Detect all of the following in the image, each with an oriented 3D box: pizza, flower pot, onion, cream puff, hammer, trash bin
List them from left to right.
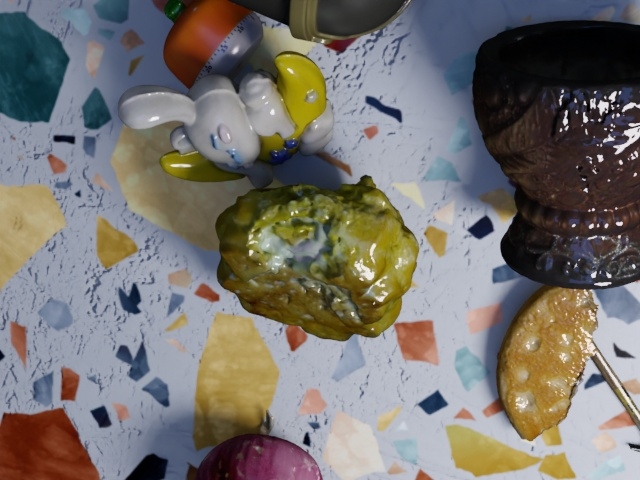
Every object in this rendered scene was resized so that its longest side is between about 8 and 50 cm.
[{"bbox_3d":[-0.083,0.337,1.745,0.177,0.153,0.177,-3,113,-6],"label":"onion"},{"bbox_3d":[-0.040,-0.359,1.524,0.334,0.214,0.214,22,106,6],"label":"trash bin"},{"bbox_3d":[0.000,-0.001,1.621,0.282,0.185,0.282,17,151,10],"label":"cream puff"},{"bbox_3d":[0.295,0.148,1.682,0.127,0.058,0.246,8,109,13],"label":"pizza"},{"bbox_3d":[0.313,-0.099,1.524,0.267,0.266,0.267,1,117,8],"label":"flower pot"},{"bbox_3d":[0.399,0.207,1.706,0.062,0.017,0.182,-34,96,15],"label":"hammer"}]

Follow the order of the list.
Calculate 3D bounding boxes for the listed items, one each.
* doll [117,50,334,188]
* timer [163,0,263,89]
[{"bbox_3d":[-0.101,-0.143,1.588,0.237,0.252,0.111,-18,65,6],"label":"doll"},{"bbox_3d":[-0.146,-0.258,1.627,0.136,0.099,0.136,1,94,12],"label":"timer"}]
